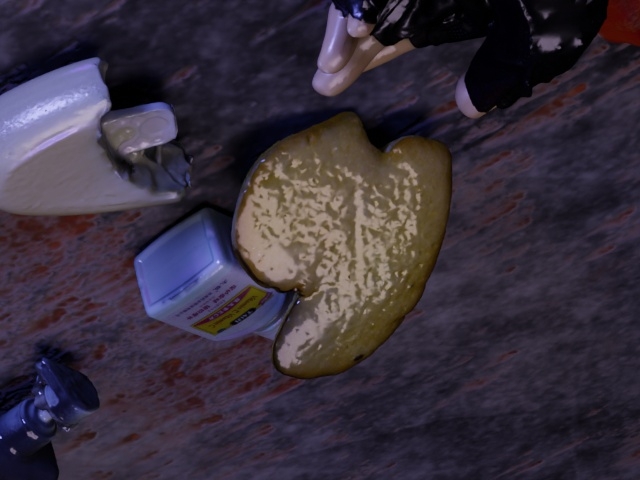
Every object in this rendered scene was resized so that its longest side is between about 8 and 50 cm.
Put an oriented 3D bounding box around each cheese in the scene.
[{"bbox_3d":[-0.194,-0.045,1.185,0.235,0.049,0.127,-13,150,-5],"label":"cheese"}]

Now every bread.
[{"bbox_3d":[0.000,0.000,1.315,0.149,0.065,0.187,8,114,-27],"label":"bread"}]

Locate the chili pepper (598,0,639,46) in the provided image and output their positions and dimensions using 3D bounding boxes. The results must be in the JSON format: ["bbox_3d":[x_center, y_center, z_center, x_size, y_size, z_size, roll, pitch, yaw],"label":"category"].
[{"bbox_3d":[0.172,-0.175,1.151,0.063,0.071,0.272,13,153,28],"label":"chili pepper"}]

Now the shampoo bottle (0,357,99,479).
[{"bbox_3d":[-0.283,0.186,1.475,0.309,0.071,0.098,-34,143,25],"label":"shampoo bottle"}]

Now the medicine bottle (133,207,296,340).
[{"bbox_3d":[-0.060,0.030,1.359,0.074,0.055,0.118,-35,144,24],"label":"medicine bottle"}]

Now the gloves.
[{"bbox_3d":[0.068,-0.139,1.115,0.164,0.124,0.203,48,150,-20],"label":"gloves"}]
